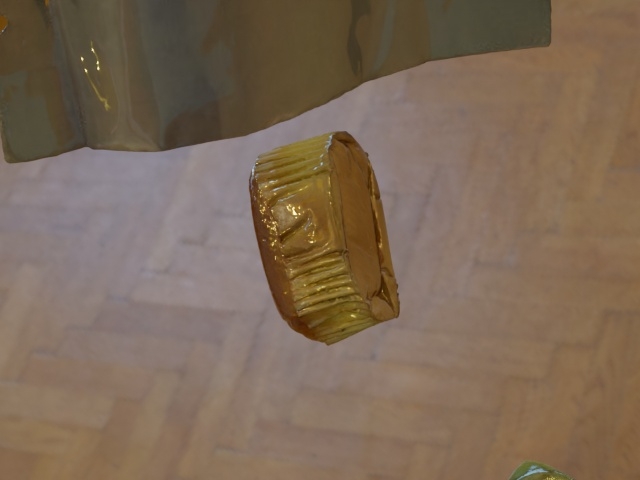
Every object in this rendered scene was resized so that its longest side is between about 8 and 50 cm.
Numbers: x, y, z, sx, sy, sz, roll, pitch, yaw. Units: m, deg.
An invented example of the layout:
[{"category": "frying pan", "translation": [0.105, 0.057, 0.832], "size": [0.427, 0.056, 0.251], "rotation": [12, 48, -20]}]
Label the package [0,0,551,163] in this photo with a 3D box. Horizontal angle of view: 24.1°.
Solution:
[{"category": "package", "translation": [-0.020, -0.150, 0.602], "size": [0.251, 0.204, 0.062], "rotation": [-15, 32, -21]}]

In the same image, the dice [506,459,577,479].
[{"category": "dice", "translation": [0.254, 0.366, 1.716], "size": [0.169, 0.169, 0.166], "rotation": [34, 73, 12]}]

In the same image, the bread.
[{"category": "bread", "translation": [0.000, 0.000, 2.098], "size": [0.156, 0.204, 0.288], "rotation": [-18, 81, 23]}]
